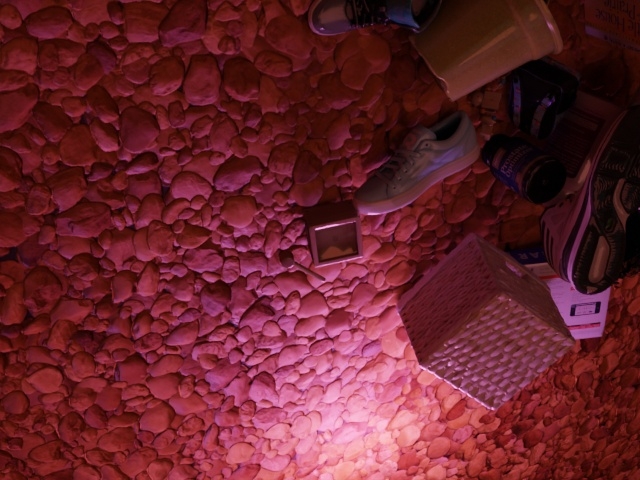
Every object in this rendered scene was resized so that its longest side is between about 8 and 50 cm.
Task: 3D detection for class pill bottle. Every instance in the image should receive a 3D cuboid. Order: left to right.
[{"bbox_3d":[0.505,-0.189,1.722,0.123,0.219,0.122,-11,121,-18],"label":"pill bottle"},{"bbox_3d":[0.678,-0.231,1.803,0.169,0.169,0.301,10,113,-27],"label":"pill bottle"}]

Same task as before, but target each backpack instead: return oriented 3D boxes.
[{"bbox_3d":[0.550,-0.348,1.695,0.117,0.158,0.173,-32,141,-25],"label":"backpack"}]

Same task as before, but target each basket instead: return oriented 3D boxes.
[{"bbox_3d":[0.438,0.225,1.844,0.328,0.266,0.331,33,116,-23],"label":"basket"}]

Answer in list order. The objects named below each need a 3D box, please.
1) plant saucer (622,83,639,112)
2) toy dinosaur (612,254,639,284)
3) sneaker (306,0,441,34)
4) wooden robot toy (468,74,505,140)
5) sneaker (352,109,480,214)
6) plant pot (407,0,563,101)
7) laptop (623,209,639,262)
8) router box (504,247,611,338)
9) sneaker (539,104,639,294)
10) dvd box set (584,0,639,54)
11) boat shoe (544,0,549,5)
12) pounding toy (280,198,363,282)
[{"bbox_3d":[0.807,-0.292,1.720,0.310,0.050,0.310,-38,145,-32],"label":"plant saucer"},{"bbox_3d":[0.937,0.050,2.118,0.322,0.164,0.218,-37,143,-22],"label":"toy dinosaur"},{"bbox_3d":[0.132,-0.486,1.416,0.295,0.178,0.123,-24,125,-8],"label":"sneaker"},{"bbox_3d":[0.406,-0.338,1.697,0.079,0.076,0.173,14,89,11],"label":"wooden robot toy"},{"bbox_3d":[0.219,-0.202,1.655,0.366,0.135,0.150,-32,125,-17],"label":"sneaker"},{"bbox_3d":[0.343,-0.451,1.501,0.254,0.276,0.276,-35,127,14],"label":"plant pot"},{"bbox_3d":[0.854,-0.089,1.904,0.264,0.136,0.234,-33,90,27],"label":"laptop"},{"bbox_3d":[0.680,0.164,2.026,0.335,0.082,0.301,-5,121,0],"label":"router box"},{"bbox_3d":[0.642,-0.117,1.644,0.169,0.257,0.447,12,103,-17],"label":"sneaker"},{"bbox_3d":[0.688,-0.628,1.496,0.062,0.307,0.420,-23,125,-6],"label":"dvd box set"},{"bbox_3d":[0.436,-0.631,1.483,0.109,0.098,0.302,-29,136,11],"label":"boat shoe"},{"bbox_3d":[-0.005,0.009,1.702,0.206,0.094,0.181,-12,127,-6],"label":"pounding toy"}]
